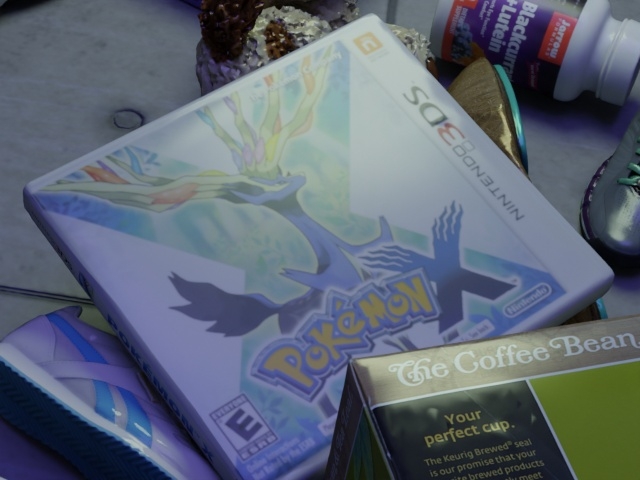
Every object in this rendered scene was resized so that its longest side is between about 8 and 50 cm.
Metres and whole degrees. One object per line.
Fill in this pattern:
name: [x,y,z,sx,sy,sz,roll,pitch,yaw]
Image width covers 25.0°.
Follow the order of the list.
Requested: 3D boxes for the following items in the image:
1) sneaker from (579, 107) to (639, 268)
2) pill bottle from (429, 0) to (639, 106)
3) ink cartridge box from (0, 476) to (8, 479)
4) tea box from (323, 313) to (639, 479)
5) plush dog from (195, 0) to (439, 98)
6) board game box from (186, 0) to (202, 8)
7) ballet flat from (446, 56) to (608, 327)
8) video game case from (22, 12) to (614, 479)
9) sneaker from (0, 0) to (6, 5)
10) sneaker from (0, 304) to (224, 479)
sneaker: [0.289,-0.076,1.276,0.083,0.098,0.223,19,46,10]
pill bottle: [0.211,-0.196,1.375,0.194,0.108,0.108,21,47,12]
ink cartridge box: [-0.307,0.217,0.938,0.208,0.045,0.206,21,47,11]
tea box: [0.201,0.230,0.878,0.329,0.220,0.323,-7,49,-15]
plush dog: [-0.038,-0.161,1.254,0.211,0.262,0.225,-12,28,26]
board game box: [-0.103,-0.346,1.494,0.347,0.078,0.233,28,48,17]
ballet flat: [0.132,-0.026,1.207,0.124,0.116,0.342,-11,51,-5]
video game case: [0.000,0.000,1.061,0.329,0.036,0.300,-30,66,-23]
sneaker: [-0.326,-0.349,1.423,0.121,0.099,0.262,-16,79,-34]
sneaker: [-0.137,0.125,1.026,0.229,0.087,0.092,36,49,22]
